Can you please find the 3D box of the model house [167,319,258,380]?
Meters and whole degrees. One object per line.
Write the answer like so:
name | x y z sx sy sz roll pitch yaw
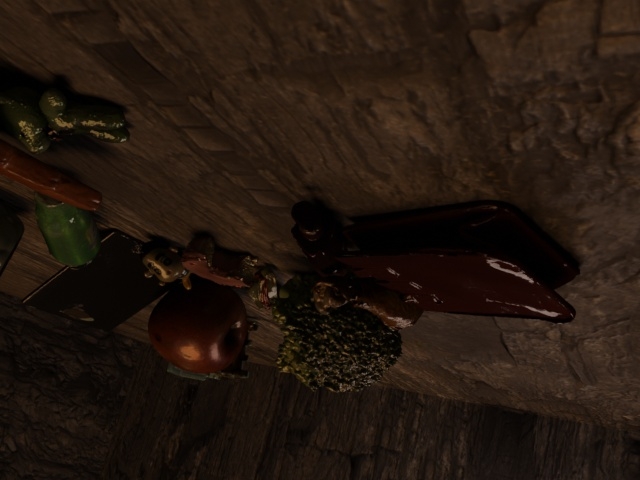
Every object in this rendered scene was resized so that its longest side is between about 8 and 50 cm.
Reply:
model house | -0.340 0.312 1.834 0.215 0.224 0.198 -3 158 33

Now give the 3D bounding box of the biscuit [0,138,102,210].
biscuit | -0.431 -0.120 0.741 0.283 0.043 0.306 28 174 2

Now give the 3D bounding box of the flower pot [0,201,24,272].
flower pot | -0.725 0.009 1.184 0.195 0.246 0.246 30 157 -22

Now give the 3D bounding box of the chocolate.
chocolate | -0.461 -0.038 1.074 0.110 0.110 0.291 17 159 -10

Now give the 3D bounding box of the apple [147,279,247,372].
apple | -0.310 0.212 1.479 0.253 0.254 0.253 12 162 4

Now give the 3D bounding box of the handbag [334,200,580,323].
handbag | 0.194 0.041 0.846 0.275 0.084 0.260 -5 155 46

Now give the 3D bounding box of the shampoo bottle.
shampoo bottle | 0.000 0.002 0.889 0.068 0.067 0.236 30 169 21

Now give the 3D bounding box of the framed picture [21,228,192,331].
framed picture | -0.484 0.105 1.375 0.323 0.013 0.244 -32 141 21

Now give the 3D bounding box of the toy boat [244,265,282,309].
toy boat | -0.121 0.105 1.291 0.089 0.071 0.185 54 172 18

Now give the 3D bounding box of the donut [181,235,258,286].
donut | -0.207 0.041 1.166 0.117 0.065 0.166 -2 155 35

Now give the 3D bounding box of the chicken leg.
chicken leg | 0.087 0.091 0.983 0.251 0.107 0.087 7 152 -45

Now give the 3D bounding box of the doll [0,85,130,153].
doll | -0.307 -0.140 0.705 0.150 0.078 0.115 5 174 -9

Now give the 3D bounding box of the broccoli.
broccoli | 0.024 0.172 1.150 0.259 0.235 0.288 6 124 18

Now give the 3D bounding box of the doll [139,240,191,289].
doll | -0.315 0.054 1.262 0.179 0.102 0.089 36 -169 -50
